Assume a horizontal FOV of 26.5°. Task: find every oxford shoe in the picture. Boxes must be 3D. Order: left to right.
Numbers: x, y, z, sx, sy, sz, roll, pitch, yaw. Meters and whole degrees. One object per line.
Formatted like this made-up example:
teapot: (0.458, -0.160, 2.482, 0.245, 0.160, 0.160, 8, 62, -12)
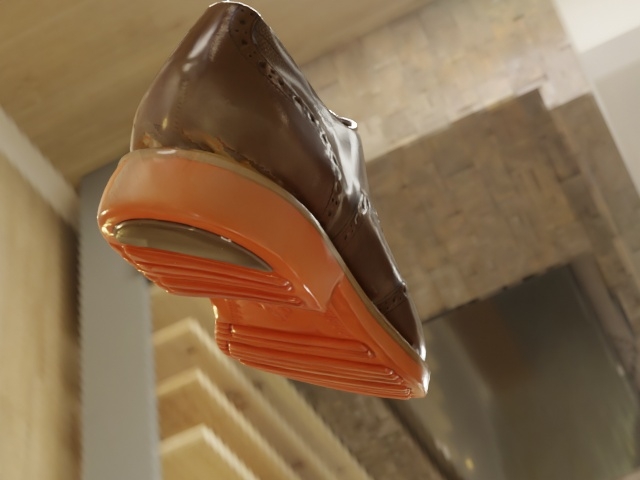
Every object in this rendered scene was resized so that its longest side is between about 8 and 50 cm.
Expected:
oxford shoe: (0.000, 0.000, 0.771, 0.363, 0.130, 0.132, 58, -137, -64)
